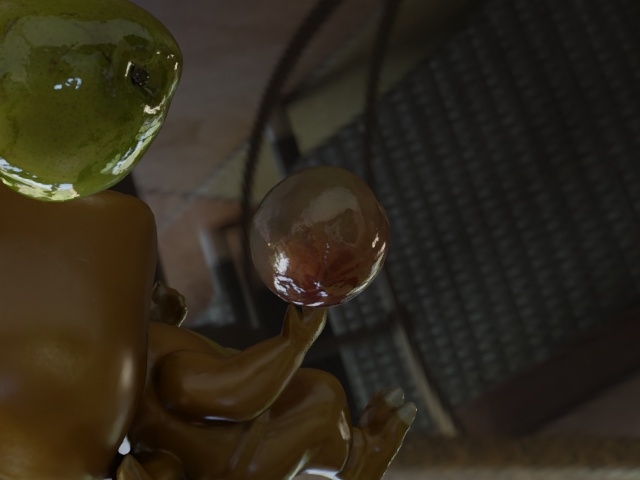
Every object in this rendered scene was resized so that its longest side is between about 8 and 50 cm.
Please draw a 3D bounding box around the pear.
[{"bbox_3d":[-0.102,-0.062,0.757,0.097,0.092,0.092,-24,153,15],"label":"pear"}]

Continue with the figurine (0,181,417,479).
[{"bbox_3d":[-0.136,0.111,1.265,0.387,0.268,0.401,28,175,-32],"label":"figurine"}]

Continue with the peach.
[{"bbox_3d":[0.000,0.000,1.099,0.083,0.083,0.083,-14,153,-7],"label":"peach"}]
